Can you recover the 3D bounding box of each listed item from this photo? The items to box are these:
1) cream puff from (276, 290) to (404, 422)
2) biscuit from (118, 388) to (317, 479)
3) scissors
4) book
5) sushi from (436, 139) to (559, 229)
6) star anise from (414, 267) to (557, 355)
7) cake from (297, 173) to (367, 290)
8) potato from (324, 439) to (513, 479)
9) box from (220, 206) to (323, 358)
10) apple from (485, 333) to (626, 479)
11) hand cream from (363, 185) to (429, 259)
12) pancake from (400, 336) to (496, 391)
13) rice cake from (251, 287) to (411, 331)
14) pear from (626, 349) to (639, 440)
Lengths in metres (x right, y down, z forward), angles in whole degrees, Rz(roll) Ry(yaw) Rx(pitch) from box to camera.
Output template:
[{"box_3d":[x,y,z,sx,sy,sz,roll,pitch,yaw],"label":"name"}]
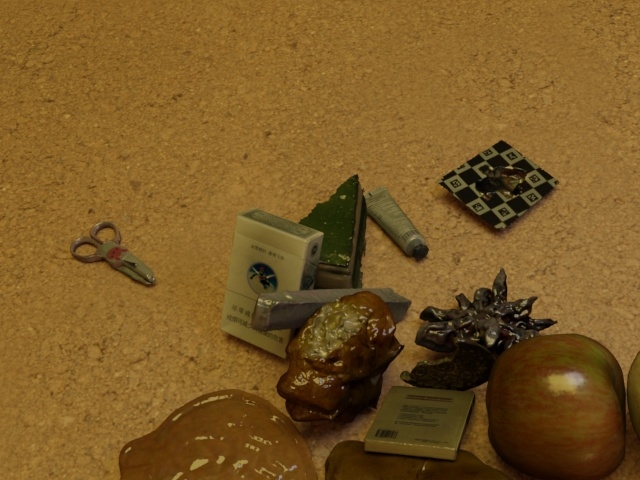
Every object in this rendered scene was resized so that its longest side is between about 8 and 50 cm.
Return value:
[{"box_3d":[0.037,0.216,1.727,0.155,0.241,0.269,32,93,32],"label":"cream puff"},{"box_3d":[-0.186,0.444,1.679,0.365,0.062,0.385,-25,50,-13],"label":"biscuit"},{"box_3d":[-0.447,0.035,2.097,0.242,0.030,0.118,28,58,33],"label":"scissors"},{"box_3d":[0.178,0.317,1.674,0.161,0.026,0.231,2,16,17],"label":"book"},{"box_3d":[0.395,-0.116,2.110,0.210,0.040,0.193,-34,60,-24],"label":"sushi"},{"box_3d":[0.314,0.159,1.809,0.283,0.129,0.212,10,38,41],"label":"star anise"},{"box_3d":[0.003,-0.004,1.986,0.172,0.158,0.283,1,48,11],"label":"cake"},{"box_3d":[0.173,0.429,1.582,0.369,0.176,0.195,13,74,24],"label":"potato"},{"box_3d":[-0.099,0.082,1.860,0.164,0.256,0.069,21,24,23],"label":"box"},{"box_3d":[0.394,0.284,1.616,0.265,0.264,0.264,-4,48,4],"label":"apple"},{"box_3d":[0.161,-0.040,2.075,0.080,0.050,0.234,-24,45,-13],"label":"hand cream"},{"box_3d":[0.229,0.230,1.730,0.191,0.184,0.020,-11,52,21],"label":"pancake"},{"box_3d":[0.022,0.129,1.818,0.365,0.072,0.056,0,32,-38],"label":"rice cake"},{"box_3d":[0.659,0.270,1.557,0.309,0.309,0.309,-4,48,4],"label":"pear"}]
